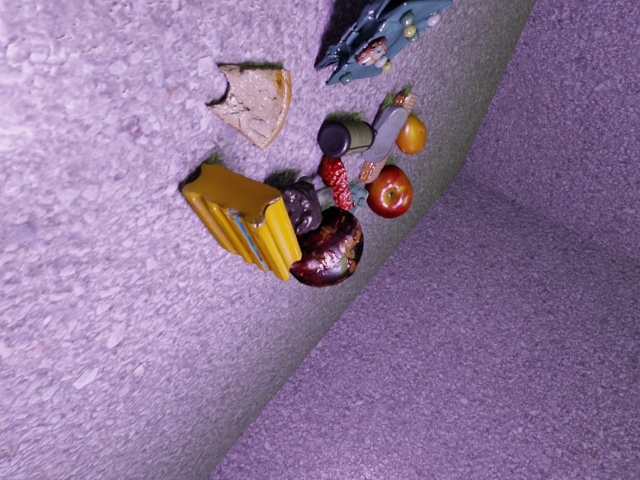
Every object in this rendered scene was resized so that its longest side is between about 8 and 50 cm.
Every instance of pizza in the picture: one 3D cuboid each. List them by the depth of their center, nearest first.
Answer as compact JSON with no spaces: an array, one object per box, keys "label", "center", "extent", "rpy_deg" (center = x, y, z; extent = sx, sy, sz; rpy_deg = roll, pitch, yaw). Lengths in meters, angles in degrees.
[{"label":"pizza","center":[-0.133,-0.291,0.833],"extent":[0.181,0.034,0.262],"rpy_deg":[-59,160,10]}]

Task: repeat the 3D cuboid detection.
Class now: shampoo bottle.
[{"label":"shampoo bottle","center":[0.103,-0.320,1.247],"extent":[0.284,0.101,0.101],"rpy_deg":[-28,146,-54]}]

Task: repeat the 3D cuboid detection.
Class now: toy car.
[{"label":"toy car","center":[0.099,-0.116,1.583],"extent":[0.224,0.090,0.076],"rpy_deg":[-57,167,2]}]

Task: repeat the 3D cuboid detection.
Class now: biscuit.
[{"label":"biscuit","center":[0.256,-0.393,1.559],"extent":[0.094,0.054,0.378],"rpy_deg":[-22,142,-56]}]

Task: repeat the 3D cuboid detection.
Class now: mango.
[{"label":"mango","center":[0.377,-0.448,1.693],"extent":[0.144,0.112,0.219],"rpy_deg":[-56,149,0]}]

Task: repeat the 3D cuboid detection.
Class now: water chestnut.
[{"label":"water chestnut","center":[0.000,0.000,1.334],"extent":[0.300,0.300,0.300],"rpy_deg":[-47,159,-25]}]

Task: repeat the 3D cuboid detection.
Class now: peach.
[{"label":"peach","center":[0.294,-0.211,1.739],"extent":[0.243,0.200,0.243],"rpy_deg":[-6,90,-86]}]

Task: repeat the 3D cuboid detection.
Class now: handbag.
[{"label":"handbag","center":[0.154,-0.476,0.945],"extent":[0.269,0.100,0.274],"rpy_deg":[-27,-170,47]}]

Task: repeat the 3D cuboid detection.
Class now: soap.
[{"label":"soap","center":[-0.164,-0.033,0.927],"extent":[0.096,0.204,0.324],"rpy_deg":[-60,164,-20]}]

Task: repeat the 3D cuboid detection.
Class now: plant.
[{"label":"plant","center":[-0.060,-0.104,1.149],"extent":[0.274,0.147,0.148],"rpy_deg":[-45,131,-67]}]

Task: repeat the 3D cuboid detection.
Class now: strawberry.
[{"label":"strawberry","center":[0.050,-0.180,1.266],"extent":[0.082,0.188,0.121],"rpy_deg":[-15,-171,-1]}]

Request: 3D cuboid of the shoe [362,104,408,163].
[{"label":"shoe","center":[0.227,-0.395,1.455],"extent":[0.251,0.103,0.100],"rpy_deg":[123,-29,-46]}]
